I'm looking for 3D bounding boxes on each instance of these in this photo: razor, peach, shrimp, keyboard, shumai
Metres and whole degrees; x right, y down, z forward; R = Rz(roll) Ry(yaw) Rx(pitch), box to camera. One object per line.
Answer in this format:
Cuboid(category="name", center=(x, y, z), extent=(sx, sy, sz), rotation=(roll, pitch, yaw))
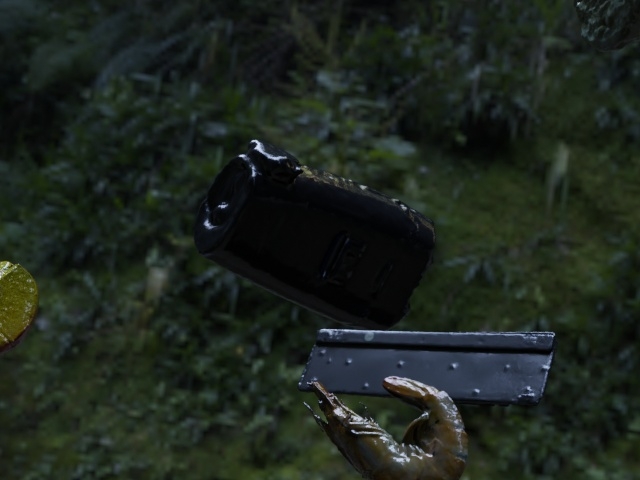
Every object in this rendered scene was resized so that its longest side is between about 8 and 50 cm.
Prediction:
Cuboid(category="razor", center=(-0.003, -0.002, 1.930), extent=(0.327, 0.189, 0.107), rotation=(24, 8, -32))
Cuboid(category="peach", center=(-0.485, 0.104, 2.179), extent=(0.151, 0.151, 0.118), rotation=(7, -47, 20))
Cuboid(category="shrimp", center=(0.055, 0.150, 1.205), extent=(0.162, 0.095, 0.045), rotation=(40, 11, 31))
Cuboid(category="keyboard", center=(0.091, 0.112, 1.262), extent=(0.231, 0.072, 0.023), rotation=(0, -39, 28))
Cuboid(category="shumai", center=(0.550, -0.422, 2.180), extent=(0.263, 0.304, 0.309), rotation=(5, 5, -18))
